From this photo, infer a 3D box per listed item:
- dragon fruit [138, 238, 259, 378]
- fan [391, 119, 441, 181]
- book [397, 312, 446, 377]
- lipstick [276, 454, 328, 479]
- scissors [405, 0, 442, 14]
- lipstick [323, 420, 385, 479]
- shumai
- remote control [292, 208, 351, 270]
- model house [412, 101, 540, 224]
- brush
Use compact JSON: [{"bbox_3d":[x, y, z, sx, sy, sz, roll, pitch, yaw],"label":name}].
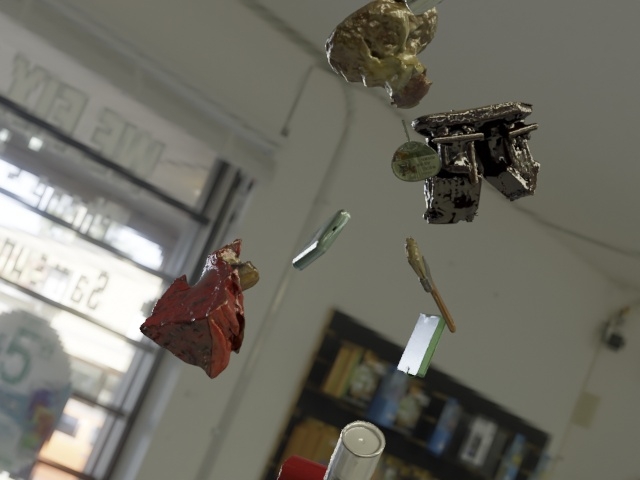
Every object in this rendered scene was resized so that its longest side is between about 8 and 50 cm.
[{"bbox_3d":[-0.133,0.081,1.665,0.122,0.192,0.092,-20,-62,20],"label":"dragon fruit"},{"bbox_3d":[0.107,-0.102,1.661,0.080,0.060,0.003,44,27,-13],"label":"fan"},{"bbox_3d":[0.155,0.161,2.083,0.017,0.103,0.135,24,-5,-7],"label":"book"},{"bbox_3d":[0.071,0.387,1.995,0.280,0.073,0.073,15,-13,24],"label":"lipstick"},{"bbox_3d":[0.181,-0.318,1.514,0.027,0.204,0.101,58,7,30],"label":"scissors"},{"bbox_3d":[0.021,0.216,1.200,0.040,0.040,0.141,22,-47,5],"label":"lipstick"},{"bbox_3d":[0.125,-0.325,2.401,0.209,0.153,0.161,-16,-26,-8],"label":"shumai"},{"bbox_3d":[0.000,0.000,1.415,0.018,0.053,0.124,38,-18,-4],"label":"remote control"},{"bbox_3d":[0.242,-0.116,2.080,0.203,0.164,0.141,-10,-6,-9],"label":"model house"},{"bbox_3d":[0.137,0.061,1.674,0.014,0.043,0.170,-18,-45,13],"label":"brush"}]
